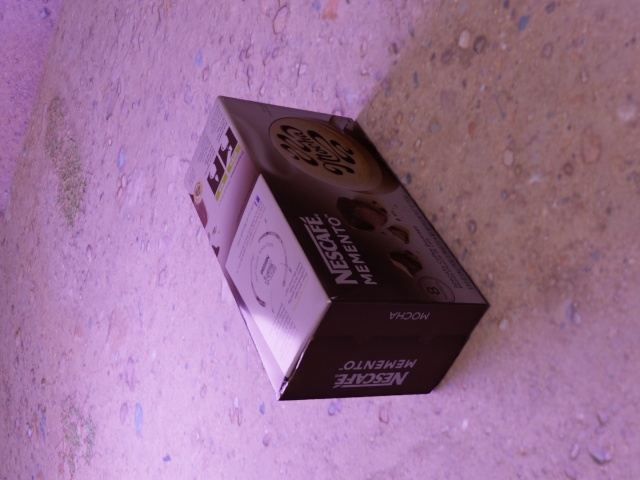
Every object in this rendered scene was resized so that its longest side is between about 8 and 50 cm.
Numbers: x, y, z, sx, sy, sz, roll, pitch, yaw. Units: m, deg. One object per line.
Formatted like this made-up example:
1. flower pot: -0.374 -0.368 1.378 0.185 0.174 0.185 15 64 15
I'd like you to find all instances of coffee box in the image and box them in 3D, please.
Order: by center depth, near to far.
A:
1. coffee box: 0.000 0.000 0.813 0.119 0.168 0.297 -63 38 31
